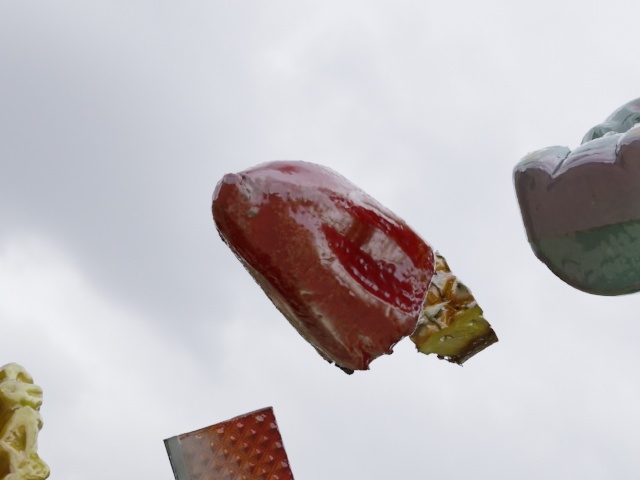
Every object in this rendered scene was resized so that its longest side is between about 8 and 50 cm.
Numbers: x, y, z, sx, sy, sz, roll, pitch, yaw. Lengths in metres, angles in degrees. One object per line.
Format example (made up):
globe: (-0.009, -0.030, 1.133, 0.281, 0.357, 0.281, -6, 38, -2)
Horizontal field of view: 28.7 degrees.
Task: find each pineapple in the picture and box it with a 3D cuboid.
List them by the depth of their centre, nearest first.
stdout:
pineapple: (0.183, 0.100, 1.833, 0.114, 0.236, 0.186, -33, -77, 11)

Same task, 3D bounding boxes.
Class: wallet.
wallet: (-0.062, 0.254, 1.103, 0.103, 0.197, 0.020, -16, -3, -9)

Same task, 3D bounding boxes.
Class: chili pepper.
chili pepper: (0.000, 0.000, 1.121, 0.144, 0.136, 0.253, -29, -44, 14)

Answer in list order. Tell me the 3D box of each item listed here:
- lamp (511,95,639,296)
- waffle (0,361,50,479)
lamp: (0.346, -0.027, 1.240, 0.247, 0.301, 0.247, -18, -88, 39)
waffle: (-0.398, 0.280, 1.303, 0.151, 0.324, 0.261, 17, -29, -30)
